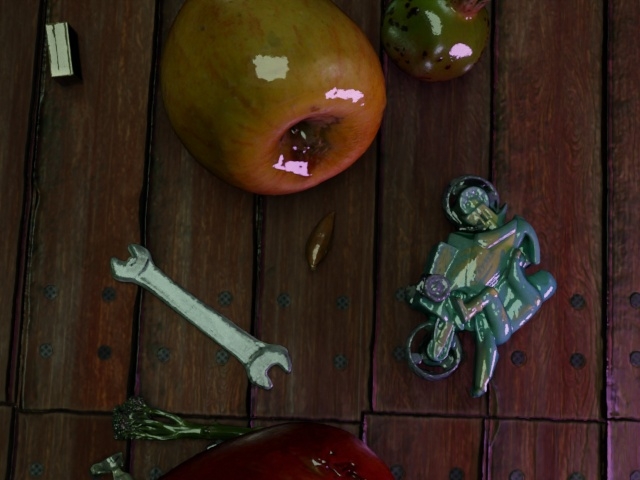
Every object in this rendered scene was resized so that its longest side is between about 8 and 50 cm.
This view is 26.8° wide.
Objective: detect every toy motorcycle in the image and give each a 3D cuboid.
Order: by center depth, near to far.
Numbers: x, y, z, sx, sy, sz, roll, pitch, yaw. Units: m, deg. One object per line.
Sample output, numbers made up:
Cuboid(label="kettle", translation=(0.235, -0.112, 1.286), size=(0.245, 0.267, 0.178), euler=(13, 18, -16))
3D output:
Cuboid(label="toy motorcycle", translation=(0.224, 0.068, 1.872), size=(0.198, 0.109, 0.296), euler=(22, 78, -6))

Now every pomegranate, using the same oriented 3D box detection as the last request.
Cuboid(label="pomegranate", translation=(0.172, -0.311, 1.890), size=(0.159, 0.205, 0.159), euler=(14, 58, -23))

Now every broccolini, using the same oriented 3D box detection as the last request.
Cuboid(label="broccolini", translation=(-0.181, 0.254, 1.866), size=(0.216, 0.058, 0.067), euler=(3, 121, -6))

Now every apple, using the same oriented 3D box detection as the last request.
Cuboid(label="apple", translation=(-0.071, -0.219, 1.834), size=(0.299, 0.299, 0.275), euler=(-26, 49, -4))

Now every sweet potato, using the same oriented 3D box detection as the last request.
Cuboid(label="sweet potato", translation=(0.000, 0.000, 1.913), size=(0.034, 0.034, 0.095), euler=(21, 70, 4))

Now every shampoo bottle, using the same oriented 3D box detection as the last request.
Cuboid(label="shampoo bottle", translation=(-0.243, 0.386, 1.829), size=(0.063, 0.057, 0.207), euler=(-29, 80, -2))

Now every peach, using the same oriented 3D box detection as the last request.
Cuboid(label="peach", translation=(-0.057, 0.407, 1.700), size=(0.353, 0.416, 0.339), euler=(-26, 91, 33))

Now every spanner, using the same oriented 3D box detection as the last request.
Cuboid(label="spanner", translation=(-0.169, 0.104, 1.901), size=(0.302, 0.017, 0.071), euler=(37, 81, 6))

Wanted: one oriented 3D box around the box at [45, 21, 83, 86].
Cuboid(label="box", translation=(-0.369, -0.267, 1.937), size=(0.035, 0.083, 0.079), euler=(-7, 88, 0))
